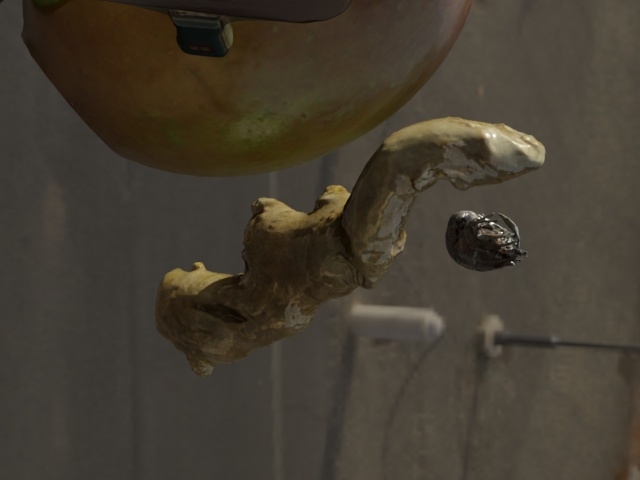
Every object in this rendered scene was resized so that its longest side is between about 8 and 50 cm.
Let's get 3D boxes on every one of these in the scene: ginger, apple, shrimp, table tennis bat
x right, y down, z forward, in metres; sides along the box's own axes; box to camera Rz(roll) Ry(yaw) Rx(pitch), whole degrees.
[{"bbox_3d":[0.000,0.000,0.716,0.075,0.288,0.089,17,54,-35],"label":"ginger"},{"bbox_3d":[-0.075,-0.241,1.020,0.384,0.374,0.374,60,39,-8],"label":"apple"},{"bbox_3d":[0.179,0.001,1.389,0.056,0.165,0.065,19,84,-27],"label":"shrimp"},{"bbox_3d":[-0.063,-0.125,0.676,0.274,0.154,0.021,168,-71,-87],"label":"table tennis bat"}]

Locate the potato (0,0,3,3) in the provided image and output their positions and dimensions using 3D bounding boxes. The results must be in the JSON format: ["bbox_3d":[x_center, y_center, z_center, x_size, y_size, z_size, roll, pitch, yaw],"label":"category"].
[{"bbox_3d":[-0.275,-0.240,0.910,0.160,0.177,0.235,52,29,-56],"label":"potato"}]
